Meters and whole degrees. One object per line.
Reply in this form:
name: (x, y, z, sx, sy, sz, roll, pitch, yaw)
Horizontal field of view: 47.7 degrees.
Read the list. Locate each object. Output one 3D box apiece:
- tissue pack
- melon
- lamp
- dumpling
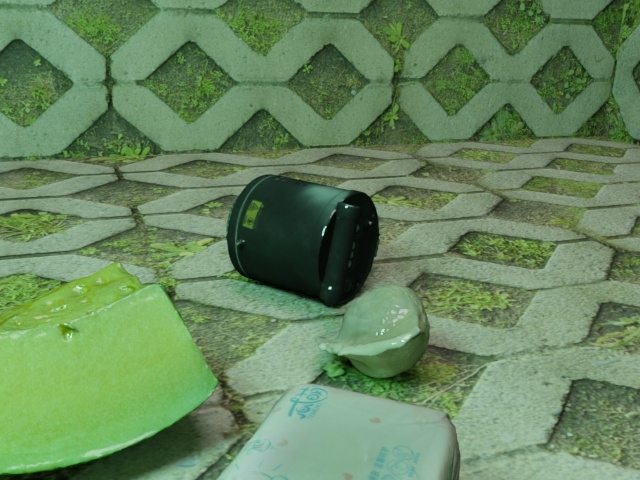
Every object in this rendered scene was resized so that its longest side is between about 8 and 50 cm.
tissue pack: (0.009, 0.249, 0.649, 0.201, 0.124, 0.271, 11, 19, 16)
melon: (-0.341, 0.145, 0.850, 0.343, 0.226, 0.331, -25, 42, -29)
lamp: (-0.041, -0.007, 1.309, 0.272, 0.205, 0.374, 12, 4, 13)
dumpling: (0.076, 0.137, 1.051, 0.166, 0.126, 0.216, -15, 23, -2)
